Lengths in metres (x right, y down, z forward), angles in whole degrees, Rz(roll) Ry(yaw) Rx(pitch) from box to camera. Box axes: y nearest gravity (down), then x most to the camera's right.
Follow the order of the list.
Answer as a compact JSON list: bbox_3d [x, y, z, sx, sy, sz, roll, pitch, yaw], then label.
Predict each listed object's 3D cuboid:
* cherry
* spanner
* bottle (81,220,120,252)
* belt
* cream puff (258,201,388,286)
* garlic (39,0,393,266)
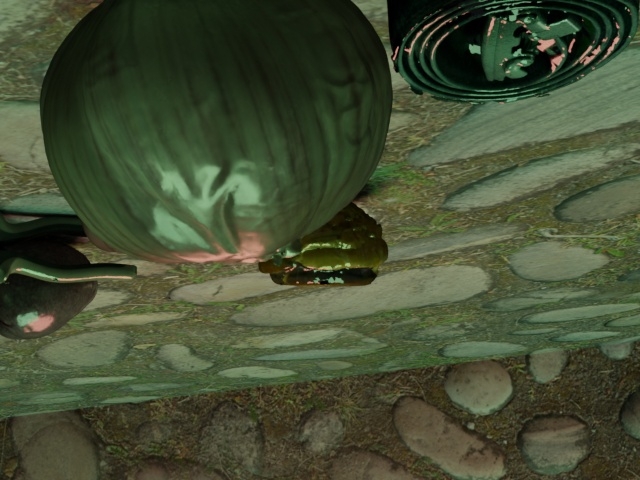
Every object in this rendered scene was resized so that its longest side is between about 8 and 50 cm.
[{"bbox_3d":[-0.403,0.065,2.103,0.176,0.140,0.176,-26,-179,0],"label":"cherry"},{"bbox_3d":[-0.392,0.012,1.966,0.325,0.096,0.040,2,164,-33],"label":"spanner"},{"bbox_3d":[-0.167,-0.046,1.778,0.253,0.120,0.120,-11,166,25],"label":"bottle"},{"bbox_3d":[0.158,-0.202,1.279,0.206,0.116,0.267,-1,163,-7],"label":"belt"},{"bbox_3d":[0.000,0.000,2.023,0.189,0.129,0.189,-3,175,0],"label":"cream puff"},{"bbox_3d":[-0.089,-0.099,1.230,0.317,0.259,0.317,-24,-163,8],"label":"garlic"}]
